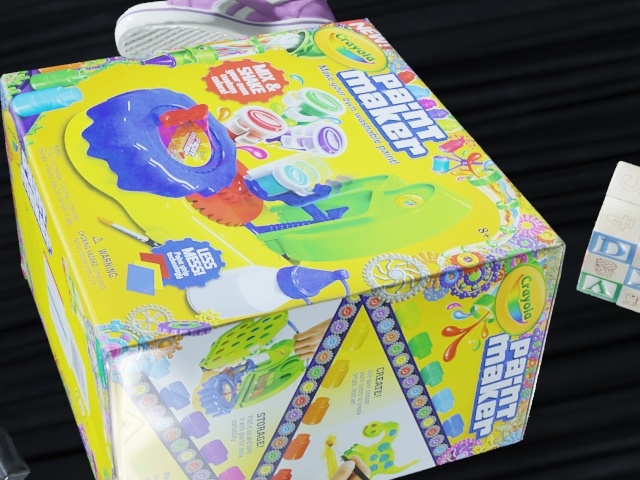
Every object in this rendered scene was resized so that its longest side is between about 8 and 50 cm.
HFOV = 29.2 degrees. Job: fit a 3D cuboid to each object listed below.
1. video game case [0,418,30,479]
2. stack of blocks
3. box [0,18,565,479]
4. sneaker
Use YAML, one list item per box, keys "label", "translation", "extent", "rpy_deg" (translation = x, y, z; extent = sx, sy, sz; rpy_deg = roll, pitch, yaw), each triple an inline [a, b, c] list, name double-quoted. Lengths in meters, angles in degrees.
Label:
- label: "video game case"
  translation: [-0.416, 0.208, 1.193]
  extent: [0.035, 0.275, 0.248]
  rpy_deg: [0, -133, -54]
- label: "stack of blocks"
  translation: [0.410, 0.044, 1.199]
  extent: [0.171, 0.297, 0.087]
  rpy_deg: [84, -152, -61]
- label: "box"
  translation: [-0.041, 0.012, 0.824]
  extent: [0.290, 0.279, 0.177]
  rpy_deg: [-124, 29, -45]
- label: "sneaker"
  translation: [-0.118, -0.270, 1.406]
  extent: [0.102, 0.282, 0.161]
  rpy_deg: [-43, 59, 46]
